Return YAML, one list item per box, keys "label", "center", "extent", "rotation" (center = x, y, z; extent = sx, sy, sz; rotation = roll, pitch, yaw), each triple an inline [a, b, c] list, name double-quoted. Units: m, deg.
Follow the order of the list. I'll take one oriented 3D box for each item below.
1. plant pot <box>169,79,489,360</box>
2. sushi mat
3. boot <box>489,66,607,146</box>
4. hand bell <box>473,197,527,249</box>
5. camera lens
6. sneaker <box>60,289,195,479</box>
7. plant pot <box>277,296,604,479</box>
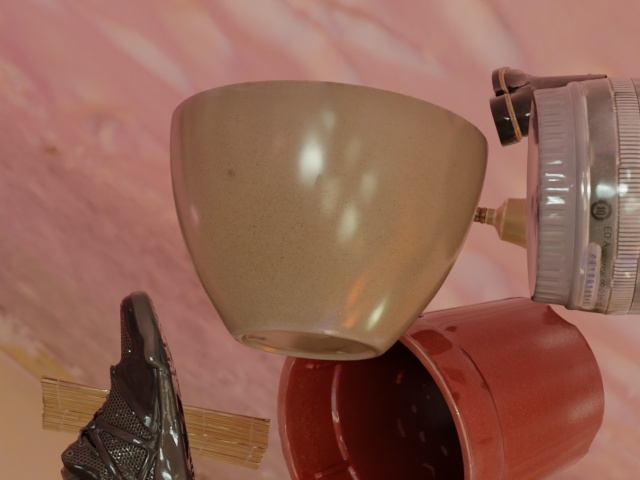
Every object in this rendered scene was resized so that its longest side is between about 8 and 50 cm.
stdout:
- label: "plant pot"
  center: [0.000, 0.000, 1.190]
  extent: [0.284, 0.191, 0.284]
  rotation: [5, 165, 1]
- label: "sushi mat"
  center: [-0.227, 0.251, 1.865]
  extent: [0.316, 0.019, 0.151]
  rotation: [12, 143, -5]
- label: "boot"
  center: [0.268, -0.164, 1.547]
  extent: [0.198, 0.137, 0.077]
  rotation: [-74, -34, -65]
- label: "hand bell"
  center: [0.244, -0.042, 2.111]
  extent: [0.242, 0.126, 0.126]
  rotation: [11, 155, 11]
- label: "camera lens"
  center: [0.332, -0.040, 1.246]
  extent: [0.274, 0.219, 0.219]
  rotation: [0, 154, 5]
- label: "sneaker"
  center: [-0.199, 0.165, 1.327]
  extent: [0.087, 0.130, 0.227]
  rotation: [99, 162, -83]
- label: "plant pot"
  center: [0.142, 0.183, 1.439]
  extent: [0.272, 0.265, 0.272]
  rotation: [14, 110, 45]
